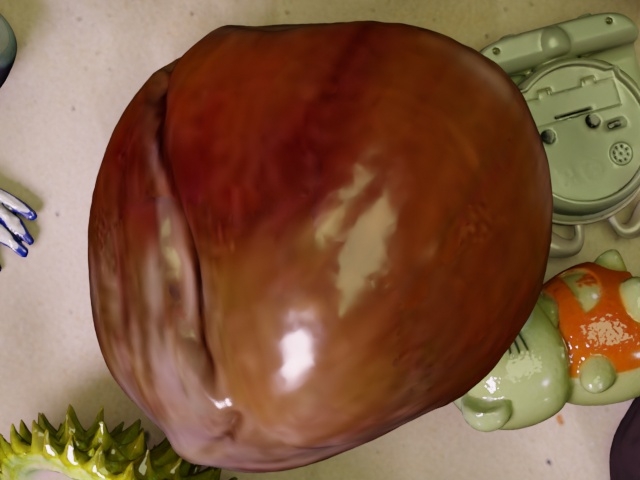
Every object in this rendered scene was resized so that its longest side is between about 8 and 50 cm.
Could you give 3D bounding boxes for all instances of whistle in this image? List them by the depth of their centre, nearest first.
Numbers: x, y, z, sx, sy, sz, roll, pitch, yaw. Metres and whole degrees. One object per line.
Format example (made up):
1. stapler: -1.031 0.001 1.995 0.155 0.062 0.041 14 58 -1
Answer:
1. whistle: 0.213 0.076 1.342 0.288 0.131 0.106 -18 123 -7

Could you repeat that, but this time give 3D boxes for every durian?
1. durian: -0.108 0.256 1.263 0.169 0.157 0.355 -44 92 6

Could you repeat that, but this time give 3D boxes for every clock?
1. clock: 0.212 -0.086 1.389 0.151 0.062 0.191 -16 88 -10

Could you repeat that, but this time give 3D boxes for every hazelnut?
1. hazelnut: 0.000 0.000 1.214 0.315 0.372 0.372 39 79 -27

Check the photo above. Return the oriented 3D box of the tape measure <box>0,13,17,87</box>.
1. tape measure: -0.316 -0.108 1.326 0.107 0.104 0.180 12 117 -30

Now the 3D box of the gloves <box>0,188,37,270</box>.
1. gloves: -0.268 -0.014 1.328 0.086 0.026 0.064 37 82 -8

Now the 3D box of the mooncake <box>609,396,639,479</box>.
1. mooncake: 0.380 0.207 1.348 0.283 0.141 0.283 0 86 -7
